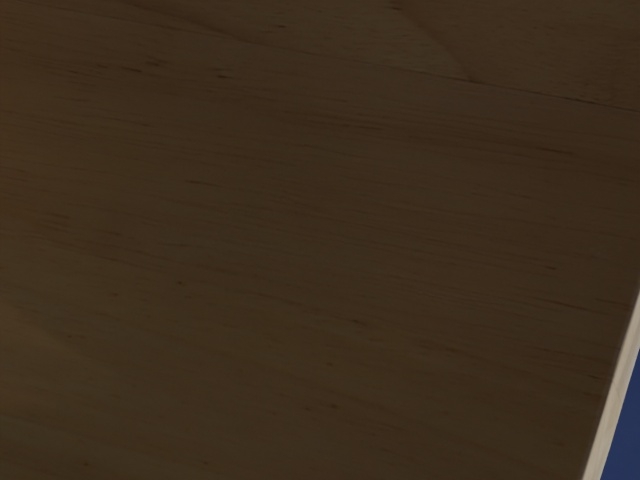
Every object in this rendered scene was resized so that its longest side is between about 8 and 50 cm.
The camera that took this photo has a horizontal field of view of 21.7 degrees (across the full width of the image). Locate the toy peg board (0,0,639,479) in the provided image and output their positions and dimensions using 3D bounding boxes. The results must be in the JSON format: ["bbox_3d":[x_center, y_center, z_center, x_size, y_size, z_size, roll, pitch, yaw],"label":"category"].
[{"bbox_3d":[0.000,0.000,0.372,0.161,0.079,0.160,13,-108,22],"label":"toy peg board"}]
